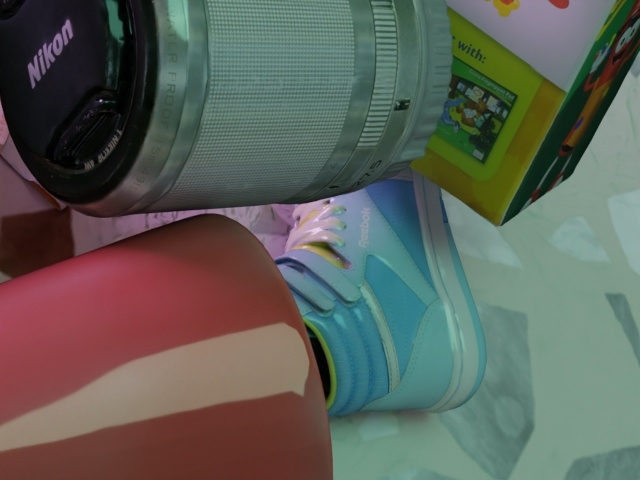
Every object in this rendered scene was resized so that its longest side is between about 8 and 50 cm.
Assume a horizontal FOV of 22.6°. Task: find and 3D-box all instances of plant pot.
[{"bbox_3d":[-0.159,0.130,1.064,0.243,0.275,0.275,-10,70,-27],"label":"plant pot"}]

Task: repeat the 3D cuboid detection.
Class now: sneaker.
[{"bbox_3d":[0.000,0.000,1.324,0.208,0.127,0.319,-7,67,-38],"label":"sneaker"}]

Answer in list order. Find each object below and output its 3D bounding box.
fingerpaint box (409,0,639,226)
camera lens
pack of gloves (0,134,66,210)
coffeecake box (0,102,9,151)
[{"bbox_3d":[0.071,-0.295,1.279,0.445,0.371,0.163,35,33,18],"label":"fingerpaint box"},{"bbox_3d":[-0.072,-0.131,1.128,0.274,0.219,0.219,-6,67,-40],"label":"camera lens"},{"bbox_3d":[-0.209,-0.164,1.332,0.195,0.046,0.232,45,48,-4],"label":"pack of gloves"},{"bbox_3d":[-0.311,-0.144,1.193,0.185,0.068,0.142,28,45,-18],"label":"coffeecake box"}]
